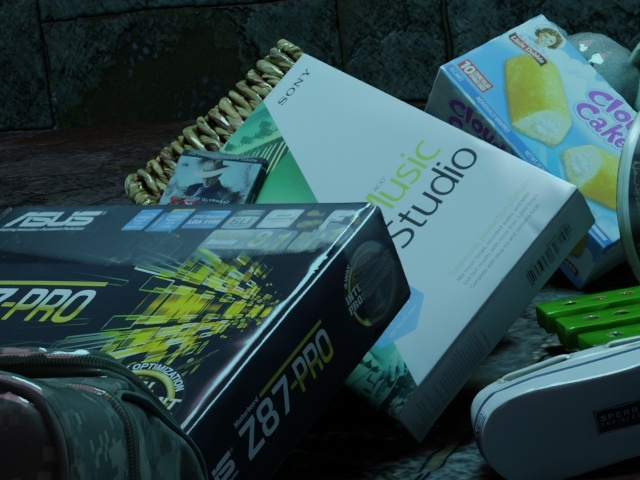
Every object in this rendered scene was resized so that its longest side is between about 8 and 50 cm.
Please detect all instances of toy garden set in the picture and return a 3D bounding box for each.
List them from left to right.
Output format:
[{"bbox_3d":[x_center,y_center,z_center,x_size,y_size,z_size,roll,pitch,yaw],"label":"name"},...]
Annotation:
[{"bbox_3d":[0.311,0.082,1.406,0.204,0.049,0.244,-10,10,-6],"label":"toy garden set"}]

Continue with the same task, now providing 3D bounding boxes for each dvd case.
[{"bbox_3d":[-0.101,-0.022,1.414,0.087,0.119,0.013,9,-28,31],"label":"dvd case"}]

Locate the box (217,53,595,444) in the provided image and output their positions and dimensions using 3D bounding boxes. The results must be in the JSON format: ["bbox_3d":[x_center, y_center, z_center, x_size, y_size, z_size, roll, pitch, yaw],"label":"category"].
[{"bbox_3d":[0.030,-0.006,1.381,0.322,0.058,0.232,29,74,40],"label":"box"}]

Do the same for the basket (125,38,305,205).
[{"bbox_3d":[0.000,0.000,1.570,0.223,0.213,0.299,-43,50,-5],"label":"basket"}]

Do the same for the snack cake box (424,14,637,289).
[{"bbox_3d":[0.252,-0.097,1.765,0.152,0.264,0.089,-30,-22,-26],"label":"snack cake box"}]

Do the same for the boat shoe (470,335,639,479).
[{"bbox_3d":[0.237,0.109,1.192,0.267,0.096,0.088,-15,15,-1],"label":"boat shoe"}]

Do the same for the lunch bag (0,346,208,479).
[{"bbox_3d":[-0.222,0.166,0.890,0.305,0.213,0.256,-4,-6,13],"label":"lunch bag"}]

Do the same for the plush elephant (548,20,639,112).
[{"bbox_3d":[0.296,-0.128,1.961,0.330,0.255,0.272,-16,14,-41],"label":"plush elephant"}]

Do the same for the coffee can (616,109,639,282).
[{"bbox_3d":[0.442,-0.040,1.550,0.275,0.201,0.201,1,13,41],"label":"coffee can"}]

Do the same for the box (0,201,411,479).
[{"bbox_3d":[-0.175,0.094,1.243,0.395,0.097,0.318,1,33,37],"label":"box"}]
